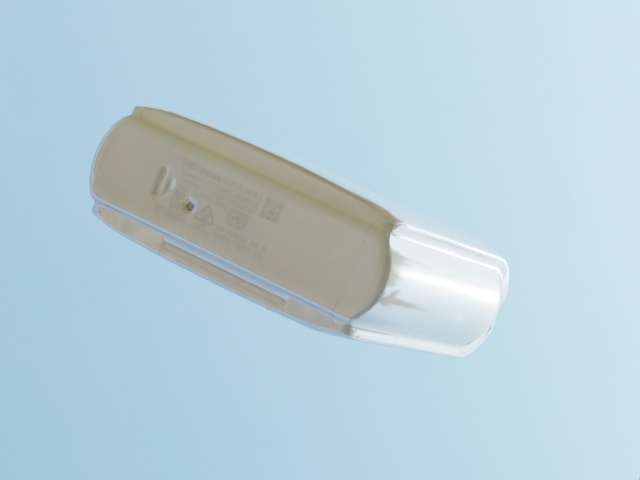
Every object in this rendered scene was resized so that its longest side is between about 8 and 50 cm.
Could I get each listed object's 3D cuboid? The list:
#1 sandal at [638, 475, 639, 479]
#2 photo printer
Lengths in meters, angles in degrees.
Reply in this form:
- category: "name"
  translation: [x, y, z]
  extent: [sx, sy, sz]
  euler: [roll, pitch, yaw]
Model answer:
- category: "sandal"
  translation: [0.306, 0.181, 1.286]
  extent: [0.102, 0.416, 0.169]
  euler: [25, -152, 30]
- category: "photo printer"
  translation: [0.000, 0.000, 1.355]
  extent: [0.256, 0.107, 0.307]
  euler: [25, -176, 26]
